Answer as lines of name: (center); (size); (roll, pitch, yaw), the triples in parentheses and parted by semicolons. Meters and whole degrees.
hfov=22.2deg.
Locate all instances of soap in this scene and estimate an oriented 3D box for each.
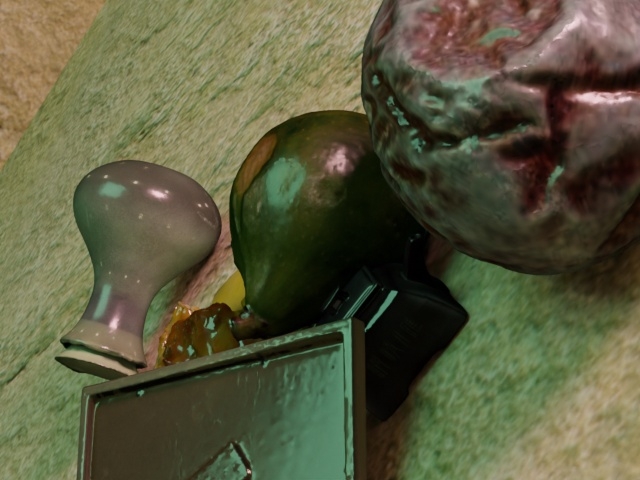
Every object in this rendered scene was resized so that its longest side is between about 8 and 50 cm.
soap: (-0.058, 0.035, 1.745); (0.168, 0.033, 0.089); (-34, 28, 43)

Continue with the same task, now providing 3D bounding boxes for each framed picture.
framed picture: (-0.092, 0.206, 1.385); (0.315, 0.024, 0.232); (-16, 62, 33)

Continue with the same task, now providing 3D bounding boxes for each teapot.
teapot: (0.045, 0.073, 1.400); (0.177, 0.096, 0.087); (-53, 22, 9)
teapot: (-0.226, 0.038, 1.928); (0.183, 0.183, 0.251); (-10, 60, 61)

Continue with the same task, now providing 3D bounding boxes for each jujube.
jujube: (0.159, -0.102, 1.259); (0.246, 0.215, 0.308); (-16, 35, 9)

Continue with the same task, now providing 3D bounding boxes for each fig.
fig: (0.000, 0.000, 1.478); (0.195, 0.195, 0.245); (-21, 42, 55)

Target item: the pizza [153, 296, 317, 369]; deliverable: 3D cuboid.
pizza: (-0.103, 0.176, 1.552); (0.278, 0.114, 0.409); (-49, 28, 33)
